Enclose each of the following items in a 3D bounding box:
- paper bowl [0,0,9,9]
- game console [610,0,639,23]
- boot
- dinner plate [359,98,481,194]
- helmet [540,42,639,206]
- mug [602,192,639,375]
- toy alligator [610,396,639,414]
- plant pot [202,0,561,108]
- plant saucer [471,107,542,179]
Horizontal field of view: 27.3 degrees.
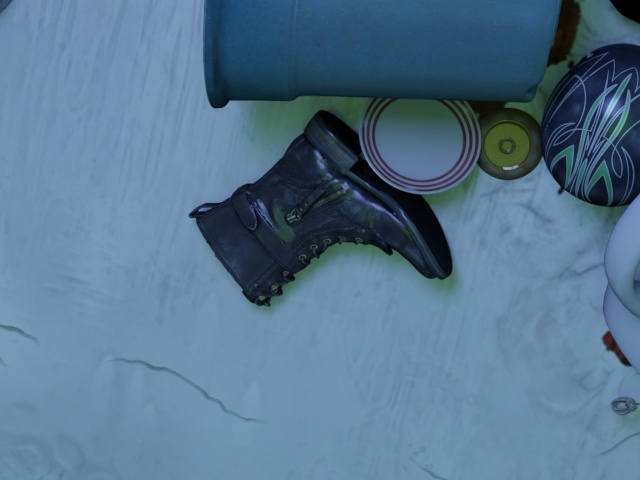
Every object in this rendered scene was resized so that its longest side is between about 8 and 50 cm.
[{"bbox_3d":[-0.486,-0.374,1.527,0.284,0.148,0.284,2,101,10],"label":"paper bowl"},{"bbox_3d":[0.466,-0.363,1.358,0.213,0.044,0.361,31,96,29],"label":"game console"},{"bbox_3d":[0.000,0.000,1.540,0.263,0.091,0.229,47,111,4],"label":"boot"},{"bbox_3d":[0.112,-0.117,1.494,0.141,0.017,0.141,2,75,-7],"label":"dinner plate"},{"bbox_3d":[0.312,-0.120,1.392,0.170,0.161,0.169,-1,87,18],"label":"helmet"},{"bbox_3d":[0.431,0.010,1.312,0.328,0.374,0.276,-45,48,24],"label":"mug"},{"bbox_3d":[0.428,0.199,1.502,0.190,0.056,0.051,-1,141,12],"label":"toy alligator"},{"bbox_3d":[0.071,-0.284,1.355,0.334,0.341,0.341,7,102,1],"label":"plant pot"},{"bbox_3d":[0.213,-0.109,1.503,0.083,0.015,0.083,2,101,11],"label":"plant saucer"}]
